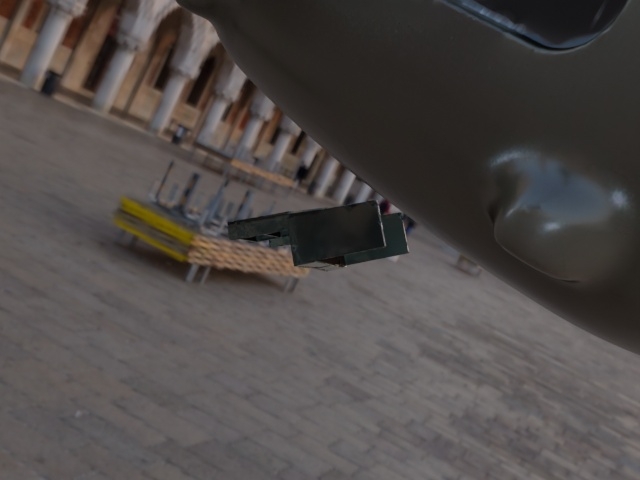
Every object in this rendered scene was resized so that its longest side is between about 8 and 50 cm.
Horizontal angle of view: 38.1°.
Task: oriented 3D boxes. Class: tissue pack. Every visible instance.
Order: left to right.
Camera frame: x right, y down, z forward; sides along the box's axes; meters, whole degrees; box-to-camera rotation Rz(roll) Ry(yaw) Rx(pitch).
[{"bbox_3d":[0.122,-0.123,0.444,0.277,0.267,0.387,1,31,-43],"label":"tissue pack"}]

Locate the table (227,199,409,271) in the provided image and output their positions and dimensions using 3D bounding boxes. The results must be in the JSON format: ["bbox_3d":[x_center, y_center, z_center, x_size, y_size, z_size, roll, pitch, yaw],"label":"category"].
[{"bbox_3d":[0.000,0.000,1.068,0.175,0.062,0.146,-11,-7,15],"label":"table"}]
